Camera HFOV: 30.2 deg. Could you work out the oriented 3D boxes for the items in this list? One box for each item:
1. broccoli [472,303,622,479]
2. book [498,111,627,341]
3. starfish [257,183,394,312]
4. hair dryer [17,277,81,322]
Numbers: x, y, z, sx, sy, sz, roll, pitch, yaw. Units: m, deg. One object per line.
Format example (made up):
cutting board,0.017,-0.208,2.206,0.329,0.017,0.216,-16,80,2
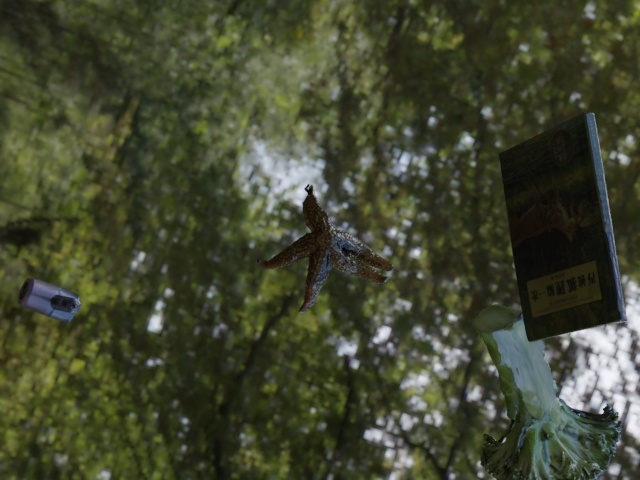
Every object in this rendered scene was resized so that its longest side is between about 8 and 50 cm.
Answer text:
broccoli,0.349,0.295,2.047,0.252,0.361,0.221,-44,-161,-1
book,0.266,-0.011,1.318,0.160,0.024,0.228,-25,-112,60
starfish,-0.003,-0.001,1.178,0.041,0.133,0.130,67,9,-72
hair dryer,-0.298,0.070,1.350,0.114,0.063,0.037,2,-109,61
